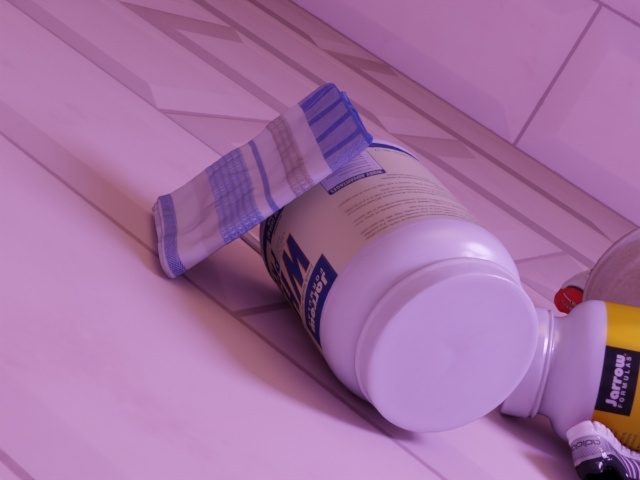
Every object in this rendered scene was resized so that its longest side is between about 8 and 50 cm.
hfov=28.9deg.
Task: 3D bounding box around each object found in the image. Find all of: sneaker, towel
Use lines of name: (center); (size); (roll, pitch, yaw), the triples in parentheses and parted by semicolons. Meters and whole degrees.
sneaker: (0.493, 0.160, 2.057); (0.279, 0.118, 0.107); (47, 35, -15)
sneaker: (0.353, 0.285, 1.489); (0.170, 0.063, 0.075); (40, 40, -33)
towel: (-0.077, -0.076, 1.461); (0.034, 0.285, 0.209); (54, 7, -24)

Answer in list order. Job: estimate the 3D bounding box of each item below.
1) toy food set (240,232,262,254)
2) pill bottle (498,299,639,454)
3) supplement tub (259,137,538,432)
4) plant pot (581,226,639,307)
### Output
toy food set: (0.000, 0.000, 1.708); (0.218, 0.071, 0.128); (11, 25, -50)
pill bottle: (0.402, 0.179, 1.559); (0.334, 0.188, 0.188); (10, 15, 4)
supplement tub: (0.084, 0.044, 1.420); (0.235, 0.235, 0.325); (21, 18, -31)
plant pot: (0.557, 0.173, 1.809); (0.334, 0.334, 0.305); (29, 26, -5)
